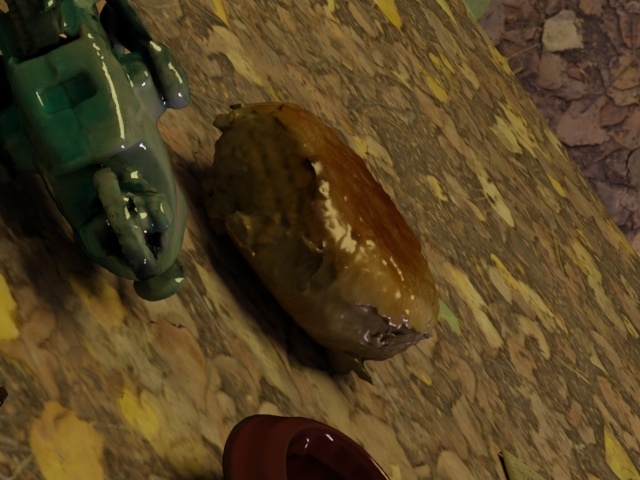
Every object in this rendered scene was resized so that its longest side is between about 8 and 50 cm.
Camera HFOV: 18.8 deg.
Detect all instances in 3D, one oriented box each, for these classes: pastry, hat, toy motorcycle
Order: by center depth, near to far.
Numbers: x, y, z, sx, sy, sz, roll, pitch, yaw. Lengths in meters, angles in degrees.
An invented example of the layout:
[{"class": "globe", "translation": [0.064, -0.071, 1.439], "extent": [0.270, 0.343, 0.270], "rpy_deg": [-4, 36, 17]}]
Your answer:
[{"class": "hat", "translation": [-0.008, 0.211, 1.318], "extent": [0.205, 0.089, 0.205], "rpy_deg": [43, 25, -26]}, {"class": "toy motorcycle", "translation": [-0.163, -0.078, 1.385], "extent": [0.206, 0.154, 0.260], "rpy_deg": [82, -16, -77]}, {"class": "pastry", "translation": [-0.001, -0.003, 1.694], "extent": [0.236, 0.121, 0.257], "rpy_deg": [34, 24, -57]}]

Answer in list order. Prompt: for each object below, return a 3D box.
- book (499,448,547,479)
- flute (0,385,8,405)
[{"class": "book", "translation": [0.237, 0.299, 1.918], "extent": [0.127, 0.014, 0.181], "rpy_deg": [40, 22, -36]}, {"class": "flute", "translation": [-0.211, 0.136, 1.047], "extent": [0.014, 0.014, 0.269], "rpy_deg": [51, 17, -11]}]
